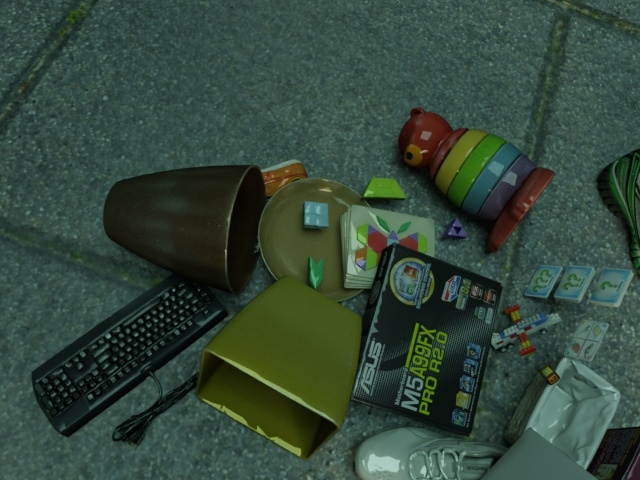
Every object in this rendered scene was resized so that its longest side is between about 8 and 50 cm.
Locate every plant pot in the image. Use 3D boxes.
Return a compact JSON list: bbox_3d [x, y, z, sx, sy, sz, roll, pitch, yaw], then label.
[{"bbox_3d":[-0.231,-0.035,0.930,0.231,0.215,0.215,9,67,8],"label":"plant pot"},{"bbox_3d":[0.000,0.000,1.011,0.236,0.032,0.236,6,72,-17],"label":"plant pot"},{"bbox_3d":[-0.049,0.186,0.866,0.212,0.212,0.187,29,54,4],"label":"plant pot"}]

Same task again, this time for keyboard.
[{"bbox_3d":[-0.291,0.201,0.909,0.317,0.033,0.201,-38,78,-19],"label":"keyboard"}]

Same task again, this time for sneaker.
[{"bbox_3d":[0.200,0.348,0.867,0.297,0.129,0.111,5,69,-5],"label":"sneaker"},{"bbox_3d":[0.677,-0.027,1.075,0.134,0.146,0.343,-19,73,-15],"label":"sneaker"},{"bbox_3d":[-0.104,-0.099,1.038,0.175,0.064,0.067,-21,82,-13],"label":"sneaker"}]

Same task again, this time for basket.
[{"bbox_3d":[0.399,0.295,0.930,0.113,0.103,0.167,37,68,7],"label":"basket"}]

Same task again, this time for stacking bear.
[{"bbox_3d":[0.276,-0.143,1.063,0.289,0.175,0.164,37,59,15],"label":"stacking bear"}]

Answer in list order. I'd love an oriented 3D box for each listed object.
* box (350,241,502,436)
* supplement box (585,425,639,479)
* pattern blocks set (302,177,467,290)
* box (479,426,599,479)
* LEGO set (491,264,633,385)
[{"bbox_3d":[0.177,0.166,0.940,0.216,0.060,0.270,21,73,-10],"label":"box"},{"bbox_3d":[0.464,0.360,0.867,0.081,0.188,0.104,38,68,7],"label":"supplement box"},{"bbox_3d":[0.128,0.018,1.010,0.325,0.026,0.285,-6,75,-18],"label":"pattern blocks set"},{"bbox_3d":[0.360,0.466,0.743,0.215,0.168,0.345,-45,100,-2],"label":"box"},{"bbox_3d":[0.401,0.129,0.960,0.060,0.182,0.244,48,67,-26],"label":"LEGO set"}]
